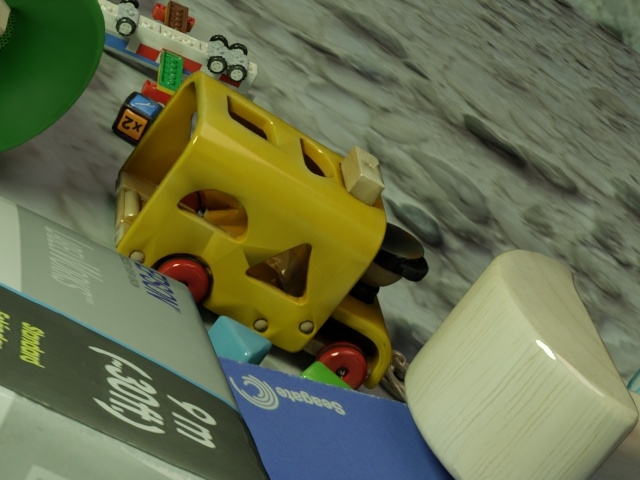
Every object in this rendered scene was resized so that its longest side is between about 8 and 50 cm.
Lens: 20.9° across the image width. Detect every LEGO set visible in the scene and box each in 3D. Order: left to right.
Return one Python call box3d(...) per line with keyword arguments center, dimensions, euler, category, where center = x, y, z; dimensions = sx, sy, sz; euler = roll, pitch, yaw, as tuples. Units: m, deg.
box3d(center=(-0.150, -0.139, 1.091), dimensions=(0.182, 0.060, 0.244), euler=(-11, 49, -48), category="LEGO set")

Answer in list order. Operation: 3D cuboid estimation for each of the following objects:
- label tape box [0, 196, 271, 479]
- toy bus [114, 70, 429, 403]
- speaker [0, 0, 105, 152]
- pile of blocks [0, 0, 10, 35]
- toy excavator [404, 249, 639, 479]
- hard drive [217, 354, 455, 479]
box3d(center=(-0.100, 0.056, 0.484), dimensions=(0.348, 0.115, 0.249), euler=(25, 6, -13), category="label tape box")
box3d(center=(-0.009, -0.003, 0.909), dimensions=(0.191, 0.104, 0.202), euler=(46, 22, 21), category="toy bus")
box3d(center=(-0.232, -0.176, 0.883), dimensions=(0.296, 0.131, 0.131), euler=(49, 23, 28), category="speaker")
box3d(center=(-0.268, -0.167, 0.574), dimensions=(0.362, 0.149, 0.112), euler=(30, 22, -19), category="pile of blocks")
box3d(center=(0.270, 0.109, 0.963), dimensions=(0.433, 0.222, 0.445), euler=(36, 20, -2), category="toy excavator")
box3d(center=(0.065, 0.182, 0.721), dimensions=(0.210, 0.040, 0.318), euler=(18, 28, -42), category="hard drive")
